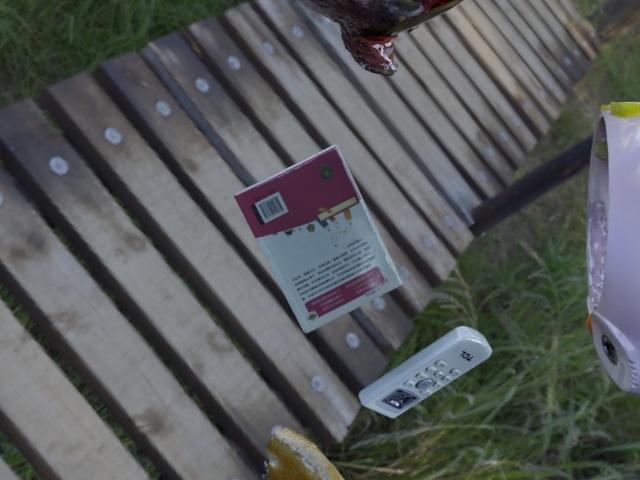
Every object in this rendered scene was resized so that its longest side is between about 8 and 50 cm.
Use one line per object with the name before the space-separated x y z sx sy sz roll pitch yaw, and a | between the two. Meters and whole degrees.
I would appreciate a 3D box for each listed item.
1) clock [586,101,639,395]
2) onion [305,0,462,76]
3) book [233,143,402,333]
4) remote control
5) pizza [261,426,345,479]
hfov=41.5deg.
clock | 0.472 0.017 1.066 0.368 0.251 0.376 -30 122 -76
onion | 0.024 -0.188 0.522 0.135 0.198 0.173 10 45 -12
book | 0.000 0.000 1.201 0.231 0.162 0.022 64 -1 -17
remote control | 0.150 0.187 1.187 0.087 0.190 0.029 34 26 -46
pizza | -0.026 0.383 1.267 0.154 0.193 0.069 36 38 24
